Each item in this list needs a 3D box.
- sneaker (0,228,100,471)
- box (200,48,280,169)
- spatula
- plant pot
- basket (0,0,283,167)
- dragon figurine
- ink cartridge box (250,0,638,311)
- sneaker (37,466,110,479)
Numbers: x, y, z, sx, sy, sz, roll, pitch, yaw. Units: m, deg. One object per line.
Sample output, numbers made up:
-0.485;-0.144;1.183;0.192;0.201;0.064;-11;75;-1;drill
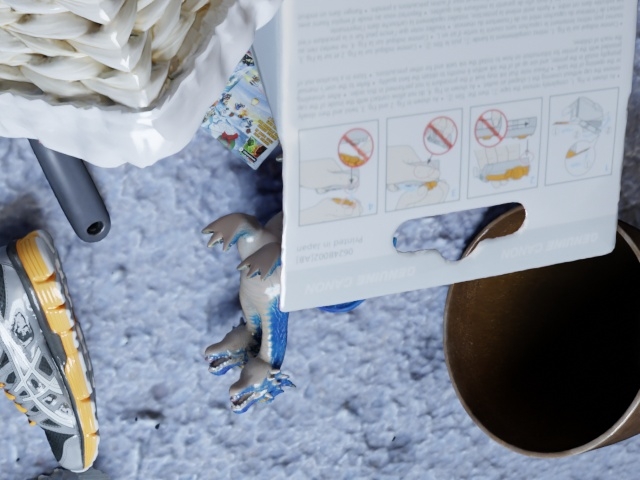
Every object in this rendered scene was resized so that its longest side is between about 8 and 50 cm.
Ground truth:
-0.219;0.089;1.280;0.083;0.084;0.214;-15;122;-6;sneaker
-0.066;-0.126;1.264;0.094;0.027;0.137;-47;130;5;box
-0.210;-0.105;1.192;0.084;0.030;0.296;-30;129;-10;spatula
0.261;0.082;1.482;0.230;0.215;0.215;7;114;-48;plant pot
-0.168;-0.258;0.820;0.328;0.331;0.266;-62;152;-29;basket
0.000;0.000;1.325;0.289;0.085;0.144;-49;148;-10;dragon figurine
0.088;-0.160;1.251;0.308;0.091;0.385;-9;112;-26;ink cartridge box
-0.281;0.308;1.353;0.293;0.102;0.146;-24;128;-16;sneaker
